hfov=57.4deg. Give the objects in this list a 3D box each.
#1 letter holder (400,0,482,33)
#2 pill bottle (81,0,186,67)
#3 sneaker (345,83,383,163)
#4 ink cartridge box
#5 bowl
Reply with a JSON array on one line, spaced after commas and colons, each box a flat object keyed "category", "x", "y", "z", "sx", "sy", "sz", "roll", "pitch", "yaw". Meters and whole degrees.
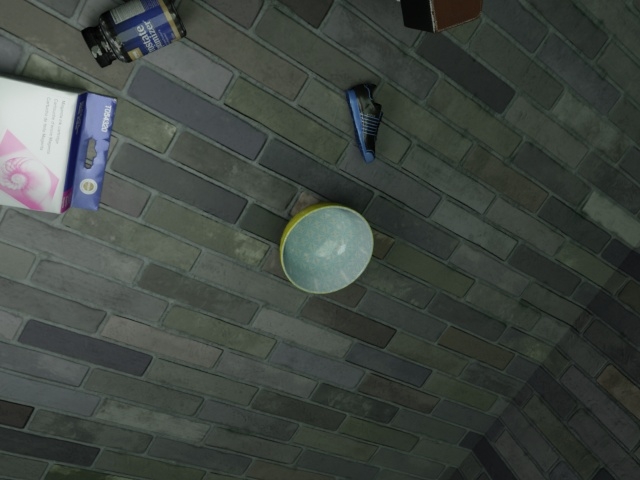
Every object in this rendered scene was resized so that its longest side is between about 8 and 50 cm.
[{"category": "letter holder", "x": 0.279, "y": -0.631, "z": 1.247, "sx": 0.214, "sy": 0.152, "sz": 0.302, "roll": -22, "pitch": 120, "yaw": -10}, {"category": "pill bottle", "x": -0.441, "y": -0.497, "z": 1.384, "sx": 0.219, "sy": 0.123, "sz": 0.123, "roll": -27, "pitch": 122, "yaw": -4}, {"category": "sneaker", "x": 0.142, "y": -0.338, "z": 1.698, "sx": 0.090, "sy": 0.081, "sz": 0.232, "roll": -17, "pitch": 120, "yaw": -2}, {"category": "ink cartridge box", "x": -0.704, "y": -0.233, "z": 1.460, "sx": 0.330, "sy": 0.071, "sz": 0.324, "roll": 9, "pitch": 112, "yaw": -22}, {"category": "bowl", "x": 0.000, "y": 0.000, "z": 1.777, "sx": 0.289, "sy": 0.156, "sz": 0.289, "roll": -8, "pitch": 118, "yaw": -16}]
